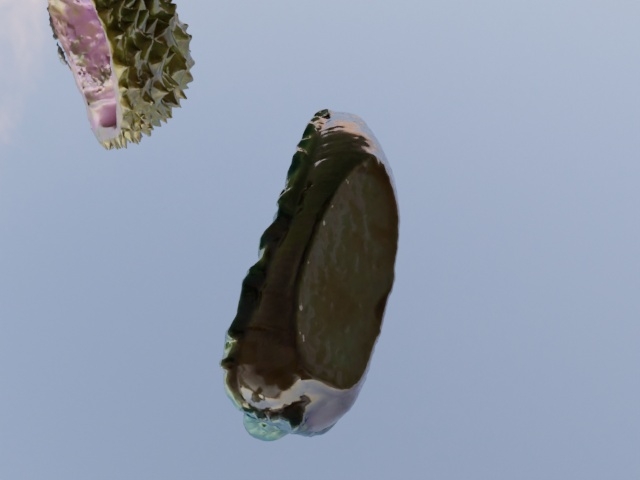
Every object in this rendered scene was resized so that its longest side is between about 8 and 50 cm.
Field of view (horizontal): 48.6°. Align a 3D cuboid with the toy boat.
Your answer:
[{"bbox_3d":[0.007,-0.006,0.505,0.099,0.108,0.293,-30,-141,47],"label":"toy boat"}]

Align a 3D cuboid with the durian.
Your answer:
[{"bbox_3d":[-0.201,-0.181,0.702,0.132,0.165,0.183,2,-83,6],"label":"durian"}]
